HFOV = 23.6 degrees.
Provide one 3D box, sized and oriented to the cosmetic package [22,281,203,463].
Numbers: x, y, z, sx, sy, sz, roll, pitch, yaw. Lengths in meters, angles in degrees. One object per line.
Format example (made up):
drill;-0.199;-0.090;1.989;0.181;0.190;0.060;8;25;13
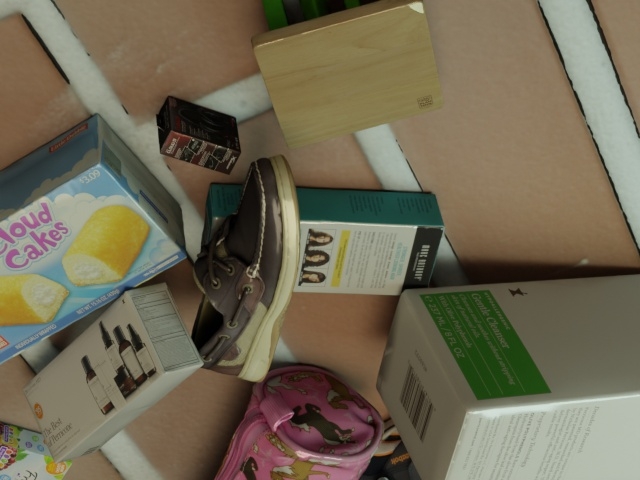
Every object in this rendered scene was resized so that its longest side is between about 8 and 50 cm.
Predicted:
cosmetic package;-0.226;0.144;1.624;0.060;0.099;0.239;-10;157;-44

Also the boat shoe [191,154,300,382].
boat shoe;-0.081;0.036;1.527;0.092;0.103;0.285;-1;136;-14

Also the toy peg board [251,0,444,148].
toy peg board;0.024;-0.184;1.470;0.161;0.079;0.160;-15;146;4

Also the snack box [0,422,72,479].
snack box;-0.366;0.282;1.803;0.100;0.037;0.141;19;124;-25

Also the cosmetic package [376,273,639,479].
cosmetic package;0.269;0.156;1.663;0.366;0.197;0.155;-5;130;-22

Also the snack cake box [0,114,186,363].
snack cake box;-0.287;0.006;1.555;0.264;0.089;0.152;-29;129;14

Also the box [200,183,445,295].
box;0.000;0.000;1.614;0.244;0.060;0.100;2;130;-11

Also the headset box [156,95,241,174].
headset box;-0.124;-0.105;1.507;0.083;0.062;0.032;18;124;-22

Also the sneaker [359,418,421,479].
sneaker;0.133;0.272;1.822;0.126;0.127;0.321;31;120;-31

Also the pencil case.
pencil case;-0.068;0.319;1.808;0.160;0.167;0.386;34;123;9
